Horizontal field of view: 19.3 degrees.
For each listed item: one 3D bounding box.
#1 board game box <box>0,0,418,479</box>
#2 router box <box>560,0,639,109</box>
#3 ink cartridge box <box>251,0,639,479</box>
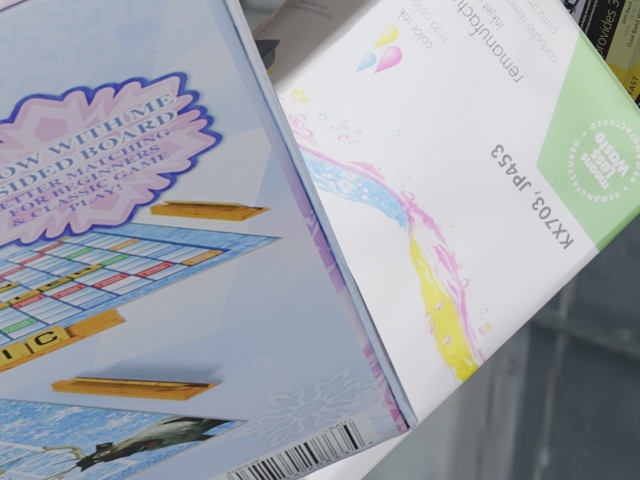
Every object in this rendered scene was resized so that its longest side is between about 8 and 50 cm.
[{"bbox_3d":[-0.149,0.039,0.479,0.318,0.319,0.066,68,-1,-66],"label":"board game box"},{"bbox_3d":[0.283,-0.194,1.576,0.081,0.243,0.309,-28,140,-53],"label":"router box"},{"bbox_3d":[0.000,0.000,1.045,0.353,0.207,0.119,-44,-158,-7],"label":"ink cartridge box"}]
